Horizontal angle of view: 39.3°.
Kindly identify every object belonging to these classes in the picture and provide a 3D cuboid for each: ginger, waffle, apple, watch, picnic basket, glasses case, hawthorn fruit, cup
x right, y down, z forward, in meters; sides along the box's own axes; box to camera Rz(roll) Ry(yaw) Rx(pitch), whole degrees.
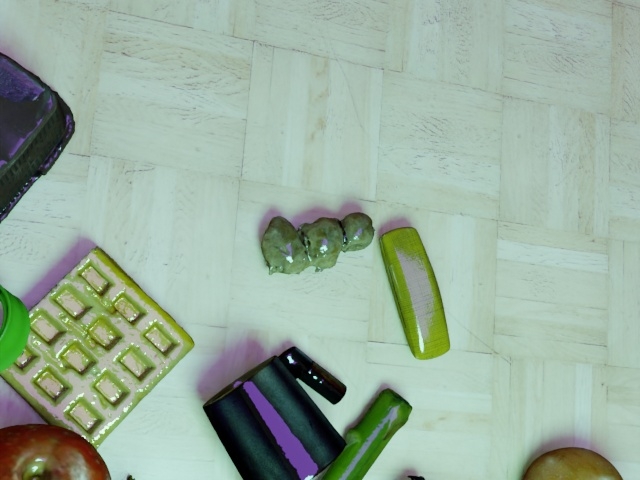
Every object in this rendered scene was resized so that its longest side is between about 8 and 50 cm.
[{"bbox_3d":[0.000,0.000,1.508,0.204,0.080,0.104,-8,79,-19],"label":"ginger"},{"bbox_3d":[-0.346,0.166,1.363,0.221,0.055,0.248,45,69,-8],"label":"waffle"},{"bbox_3d":[0.444,0.459,1.554,0.201,0.162,0.201,4,79,-19],"label":"apple"},{"bbox_3d":[-0.482,0.100,1.258,0.152,0.131,0.165,29,71,22],"label":"watch"},{"bbox_3d":[-0.511,-0.154,1.316,0.223,0.129,0.296,37,70,-10],"label":"picnic basket"},{"bbox_3d":[0.166,0.091,1.562,0.079,0.064,0.234,-15,87,-20],"label":"glasses case"},{"bbox_3d":[-0.406,0.378,1.188,0.285,0.284,0.284,3,80,-20],"label":"hawthorn fruit"},{"bbox_3d":[-0.067,0.283,1.426,0.166,0.239,0.177,-36,89,20],"label":"cup"}]

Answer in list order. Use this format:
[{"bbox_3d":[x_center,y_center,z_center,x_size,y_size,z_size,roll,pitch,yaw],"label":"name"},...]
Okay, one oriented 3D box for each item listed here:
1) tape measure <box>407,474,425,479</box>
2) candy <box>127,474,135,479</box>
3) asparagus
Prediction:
[{"bbox_3d":[0.155,0.534,1.404,0.260,0.253,0.114,-41,137,-16],"label":"tape measure"},{"bbox_3d":[-0.288,0.494,1.267,0.081,0.187,0.297,25,76,-31],"label":"candy"},{"bbox_3d":[0.055,0.364,1.479,0.067,0.060,0.277,44,70,-20],"label":"asparagus"}]
